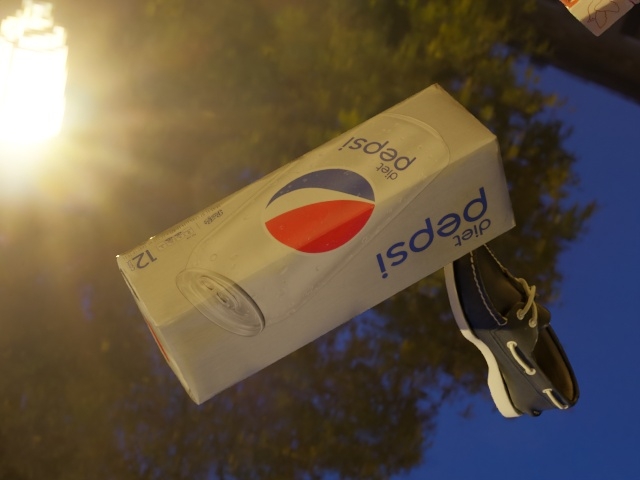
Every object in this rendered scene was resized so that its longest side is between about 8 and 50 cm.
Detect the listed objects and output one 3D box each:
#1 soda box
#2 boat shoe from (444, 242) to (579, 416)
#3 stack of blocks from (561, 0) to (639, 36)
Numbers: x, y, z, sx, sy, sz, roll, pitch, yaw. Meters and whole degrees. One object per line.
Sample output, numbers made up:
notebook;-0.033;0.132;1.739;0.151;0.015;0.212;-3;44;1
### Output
soda box;0.000;0.000;1.002;0.286;0.098;0.091;-28;-137;-10
boat shoe;0.221;0.091;1.531;0.091;0.302;0.114;-7;-131;24
stack of blocks;0.214;-0.317;1.216;0.171;0.087;0.297;32;-152;-35
